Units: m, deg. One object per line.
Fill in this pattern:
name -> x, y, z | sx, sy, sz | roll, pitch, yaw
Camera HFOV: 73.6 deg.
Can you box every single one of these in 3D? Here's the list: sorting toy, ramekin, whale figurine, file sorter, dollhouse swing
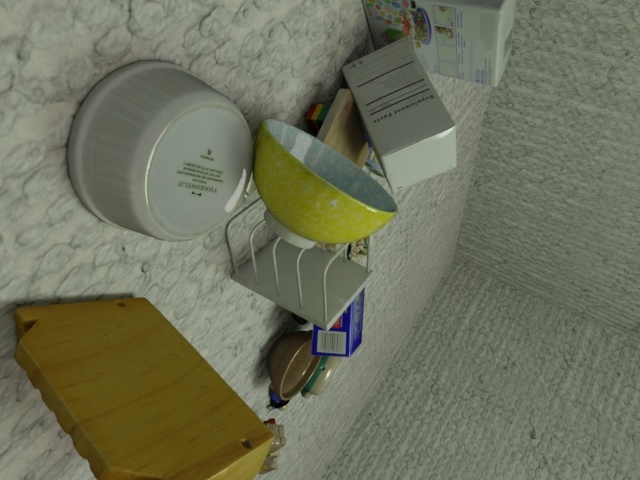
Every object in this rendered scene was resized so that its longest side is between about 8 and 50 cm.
sorting toy -> 0.014, -0.194, 1.060 | 0.257, 0.089, 0.255 | -66, 155, -15
ramekin -> -0.220, -0.123, 0.658 | 0.273, 0.127, 0.273 | -44, 147, -38
whale figurine -> -0.028, 0.476, 1.600 | 0.216, 0.141, 0.272 | -59, 178, -19
sorting toy -> -0.150, -0.123, 0.895 | 0.075, 0.044, 0.083 | -62, 156, 12
file sorter -> -0.047, 0.025, 0.957 | 0.193, 0.277, 0.173 | -43, 143, -38
dollhouse swing -> -0.304, 0.315, 0.662 | 0.305, 0.346, 0.315 | -58, 156, 12

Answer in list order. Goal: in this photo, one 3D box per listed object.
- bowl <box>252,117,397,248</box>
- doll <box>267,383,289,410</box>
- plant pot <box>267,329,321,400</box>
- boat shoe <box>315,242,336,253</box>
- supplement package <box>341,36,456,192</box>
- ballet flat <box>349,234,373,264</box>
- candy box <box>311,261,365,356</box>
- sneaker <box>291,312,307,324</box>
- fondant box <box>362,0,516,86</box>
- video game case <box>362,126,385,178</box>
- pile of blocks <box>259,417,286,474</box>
bowl -> -0.018, -0.080, 0.793 | 0.156, 0.289, 0.289 | -55, 159, 21
doll -> -0.134, 0.555, 1.520 | 0.129, 0.046, 0.189 | -24, 140, -25
plant pot -> -0.094, 0.379, 1.373 | 0.237, 0.109, 0.237 | -43, 146, -38
boat shoe -> 0.000, 0.000, 1.275 | 0.190, 0.068, 0.072 | 8, 93, -74
supplement package -> 0.192, -0.301, 1.044 | 0.175, 0.293, 0.177 | -22, 154, 8
ballet flat -> 0.149, 0.017, 1.546 | 0.091, 0.077, 0.241 | -46, 149, -36
candy box -> 0.065, 0.205, 1.334 | 0.317, 0.122, 0.268 | 30, 63, -75
sneaker -> -0.034, 0.169, 1.329 | 0.081, 0.080, 0.211 | -20, 131, -54
fondant box -> 0.279, -0.510, 1.017 | 0.096, 0.330, 0.238 | -62, 154, -9
video game case -> 0.210, -0.353, 1.343 | 0.270, 0.061, 0.244 | -66, 156, 3
pile of blocks -> -0.211, 0.699, 1.477 | 0.362, 0.148, 0.113 | 104, -18, -45
